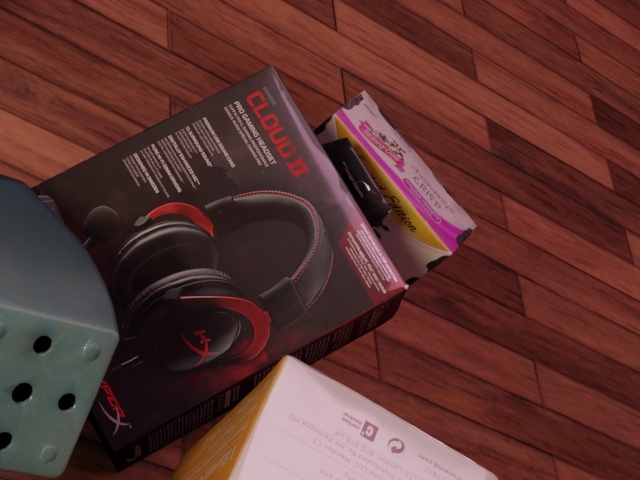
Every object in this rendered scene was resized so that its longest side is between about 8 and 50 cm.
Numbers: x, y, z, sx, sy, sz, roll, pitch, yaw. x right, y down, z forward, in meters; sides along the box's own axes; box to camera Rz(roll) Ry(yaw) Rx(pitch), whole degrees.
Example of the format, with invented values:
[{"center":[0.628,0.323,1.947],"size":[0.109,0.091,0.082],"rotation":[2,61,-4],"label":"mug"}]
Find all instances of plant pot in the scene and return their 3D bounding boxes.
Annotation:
[{"center":[-0.246,0.052,1.074],"size":[0.165,0.165,0.234],"rotation":[18,9,-39],"label":"plant pot"}]

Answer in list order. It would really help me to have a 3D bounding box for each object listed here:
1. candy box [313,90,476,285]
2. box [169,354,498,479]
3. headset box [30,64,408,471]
[{"center":[0.000,0.000,1.448],"size":[0.159,0.233,0.071],"rotation":[49,33,-2],"label":"candy box"},{"center":[-0.054,0.283,1.029],"size":[0.168,0.215,0.345],"rotation":[31,56,-8],"label":"box"},{"center":[-0.087,0.014,1.298],"size":[0.293,0.110,0.218],"rotation":[-28,78,-13],"label":"headset box"}]
